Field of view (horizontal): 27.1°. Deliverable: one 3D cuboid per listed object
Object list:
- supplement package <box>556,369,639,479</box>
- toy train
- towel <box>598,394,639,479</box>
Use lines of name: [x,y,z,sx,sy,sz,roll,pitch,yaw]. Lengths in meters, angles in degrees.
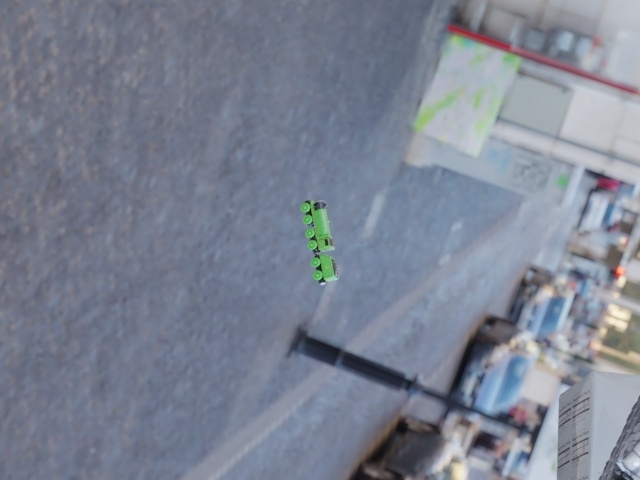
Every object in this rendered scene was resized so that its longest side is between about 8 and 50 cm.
supplement package: [0.406,0.285,1.657,0.149,0.194,0.203,111,-15,-70]
toy train: [0.000,0.000,1.221,0.017,0.023,0.083,34,43,-65]
towel: [0.412,0.220,1.305,0.284,0.235,0.121,-49,175,-40]
